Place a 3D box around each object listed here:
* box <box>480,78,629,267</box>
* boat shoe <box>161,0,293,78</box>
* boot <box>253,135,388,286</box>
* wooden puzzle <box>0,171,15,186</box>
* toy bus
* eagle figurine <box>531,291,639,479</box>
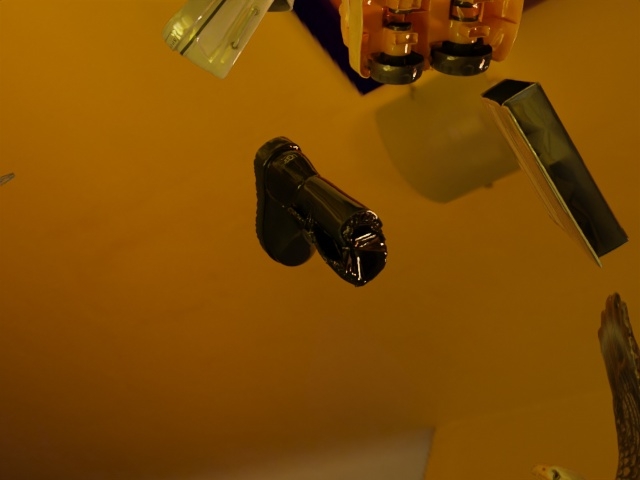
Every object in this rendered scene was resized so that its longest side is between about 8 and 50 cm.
[{"bbox_3d":[0.183,-0.062,0.718,0.136,0.037,0.225,58,-169,-7],"label":"box"},{"bbox_3d":[-0.054,-0.245,0.843,0.076,0.083,0.226,41,-104,-13],"label":"boat shoe"},{"bbox_3d":[0.000,0.000,1.222,0.094,0.246,0.207,-30,-126,-20],"label":"boot"},{"bbox_3d":[-0.374,-0.058,1.007,0.006,0.049,0.083,61,-147,-6],"label":"wooden puzzle"},{"bbox_3d":[0.100,-0.296,1.081,0.220,0.211,0.149,-14,-54,-25],"label":"toy bus"},{"bbox_3d":[0.278,0.221,0.759,0.298,0.225,0.226,-60,-15,1],"label":"eagle figurine"}]
